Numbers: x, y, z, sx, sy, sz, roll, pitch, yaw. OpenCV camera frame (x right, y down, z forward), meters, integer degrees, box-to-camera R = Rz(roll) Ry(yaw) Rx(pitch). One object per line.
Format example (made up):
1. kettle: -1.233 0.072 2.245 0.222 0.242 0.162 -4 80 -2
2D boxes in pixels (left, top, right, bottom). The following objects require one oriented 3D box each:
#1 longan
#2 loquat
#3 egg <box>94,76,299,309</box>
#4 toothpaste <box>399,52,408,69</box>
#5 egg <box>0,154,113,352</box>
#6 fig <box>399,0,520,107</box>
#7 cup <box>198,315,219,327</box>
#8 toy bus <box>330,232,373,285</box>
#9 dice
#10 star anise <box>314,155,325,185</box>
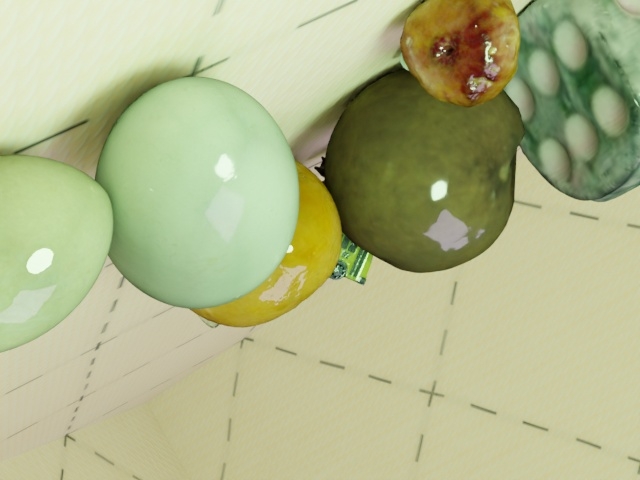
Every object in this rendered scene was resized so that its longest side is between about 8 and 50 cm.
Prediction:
1. longan: 0.158 -0.111 1.742 0.319 0.319 0.319 -30 172 -5
2. loquat: -0.100 -0.003 1.643 0.263 0.263 0.263 -30 172 -5
3. egg: -0.136 -0.050 1.284 0.230 0.230 0.371 -28 166 -16
4. toothpaste: 0.191 -0.292 1.706 0.205 0.036 0.056 -29 174 -43
5. egg: -0.322 0.014 1.143 0.253 0.186 0.186 -28 172 -9
6. fig: 0.200 -0.278 1.540 0.159 0.159 0.257 -35 -168 31
7. cup: -0.096 0.020 1.940 0.279 0.196 0.196 -33 174 -22
8. toy bus: 0.000 0.000 1.834 0.101 0.175 0.088 -67 -157 1
9. dice: 0.507 -0.276 1.889 0.348 0.330 0.328 -29 171 -24
10. star anise: 0.031 -0.081 2.068 0.218 0.148 0.227 8 166 8
